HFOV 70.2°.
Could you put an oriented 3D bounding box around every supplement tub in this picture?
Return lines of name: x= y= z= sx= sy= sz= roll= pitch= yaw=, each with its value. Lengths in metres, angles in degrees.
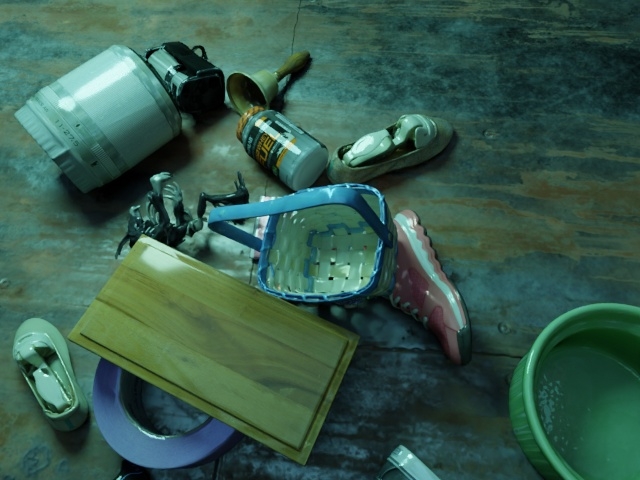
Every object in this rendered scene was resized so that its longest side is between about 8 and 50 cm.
supplement tub: x=-0.086 y=-0.202 z=0.984 sx=0.190 sy=0.117 sz=0.117 roll=38 pitch=72 yaw=20

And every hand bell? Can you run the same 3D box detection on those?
hand bell: x=-0.103 y=-0.403 z=1.107 sx=0.126 sy=0.126 sz=0.242 roll=30 pitch=57 yaw=16

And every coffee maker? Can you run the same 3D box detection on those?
coffee maker: x=-0.304 y=-0.395 z=1.078 sx=0.171 sy=0.120 sz=0.178 roll=-43 pitch=62 yaw=-14

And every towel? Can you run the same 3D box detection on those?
towel: x=-0.043 y=-0.019 z=0.943 sx=0.196 sy=0.029 sz=0.144 roll=5 pitch=67 yaw=6

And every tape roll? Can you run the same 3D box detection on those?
tape roll: x=-0.239 y=0.243 z=0.789 sx=0.274 sy=0.090 sz=0.275 roll=-1 pitch=64 yaw=2

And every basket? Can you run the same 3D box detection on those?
basket: x=0.000 y=0.000 z=0.738 sx=0.254 sy=0.289 sz=0.201 roll=-5 pitch=64 yaw=32

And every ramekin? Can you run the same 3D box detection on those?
ramekin: x=0.449 y=0.265 z=0.706 sx=0.302 sy=0.148 sz=0.304 roll=-1 pitch=64 yaw=2

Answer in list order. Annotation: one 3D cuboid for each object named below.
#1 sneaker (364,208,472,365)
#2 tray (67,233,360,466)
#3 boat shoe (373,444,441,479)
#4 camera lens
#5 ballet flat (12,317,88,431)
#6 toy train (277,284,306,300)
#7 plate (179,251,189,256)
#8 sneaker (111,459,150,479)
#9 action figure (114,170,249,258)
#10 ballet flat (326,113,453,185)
sneaker: x=0.171 y=0.095 z=0.843 sx=0.136 sy=0.116 sz=0.314 roll=-23 pitch=57 yaw=3
tray: x=-0.164 y=0.163 z=0.730 sx=0.410 sy=0.076 sz=0.203 roll=24 pitch=66 yaw=9
boat shoe: x=0.202 y=0.444 z=0.657 sx=0.301 sy=0.108 sz=0.102 roll=38 pitch=71 yaw=22
camera lens: x=-0.457 y=-0.261 z=0.976 sx=0.274 sy=0.219 sz=0.219 roll=-41 pitch=69 yaw=-16
ballet flat: x=-0.494 y=0.226 z=0.815 sx=0.086 sy=0.086 sz=0.248 roll=-38 pitch=68 yaw=-15
toy train: x=-0.049 y=0.139 z=0.853 sx=0.125 sy=0.046 sz=0.166 roll=-30 pitch=66 yaw=-11
plate: x=-0.333 y=0.073 z=0.861 sx=0.187 sy=0.024 sz=0.188 roll=-13 pitch=34 yaw=9
sneaker: x=-0.371 y=0.448 z=0.705 sx=0.232 sy=0.081 sz=0.090 roll=-34 pitch=64 yaw=-21
action figure: x=-0.284 y=-0.061 z=0.905 sx=0.275 sy=0.164 sz=0.141 roll=-21 pitch=95 yaw=-14
ballet flat: x=0.160 y=-0.207 z=0.978 sx=0.315 sy=0.106 sz=0.108 roll=-28 pitch=66 yaw=-11
